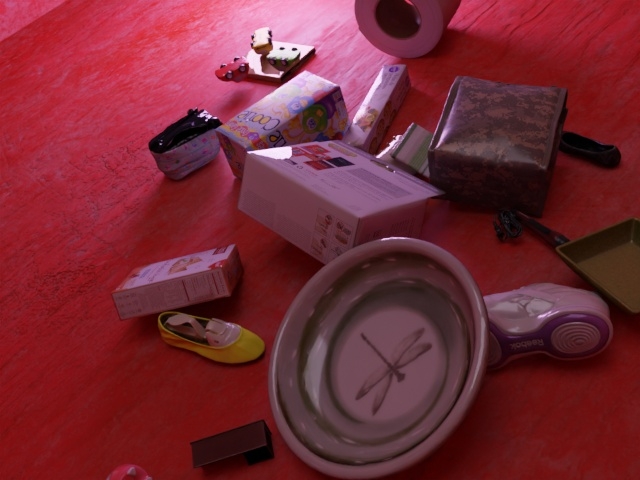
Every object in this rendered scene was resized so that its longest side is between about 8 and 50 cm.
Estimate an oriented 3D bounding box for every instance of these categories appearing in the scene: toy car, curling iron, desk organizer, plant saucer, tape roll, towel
[{"bbox_3d":[-0.146,-0.498,2.241,0.225,0.053,0.239,14,54,34],"label":"toy car"},{"bbox_3d":[0.427,0.014,1.485,0.274,0.035,0.068,34,84,38],"label":"curling iron"},{"bbox_3d":[-0.145,0.346,1.338,0.130,0.047,0.050,-18,43,3],"label":"desk organizer"},{"bbox_3d":[0.100,0.193,1.310,0.400,0.100,0.401,-19,54,28],"label":"plant saucer"},{"bbox_3d":[0.523,0.051,1.364,0.188,0.045,0.188,-20,42,-21],"label":"plant saucer"},{"bbox_3d":[0.229,-0.622,2.110,0.246,0.246,0.169,6,46,28],"label":"tape roll"},{"bbox_3d":[0.234,-0.176,1.731,0.152,0.023,0.113,33,58,6],"label":"towel"}]

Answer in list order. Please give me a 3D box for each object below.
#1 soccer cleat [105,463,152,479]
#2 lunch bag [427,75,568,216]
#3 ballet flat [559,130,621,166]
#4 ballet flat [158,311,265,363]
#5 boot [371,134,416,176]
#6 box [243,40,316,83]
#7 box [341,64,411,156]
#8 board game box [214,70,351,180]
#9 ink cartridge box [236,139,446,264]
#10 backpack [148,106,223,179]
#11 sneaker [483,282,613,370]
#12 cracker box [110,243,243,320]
[{"bbox_3d":[-0.343,0.468,1.273,0.095,0.083,0.248,-25,35,43],"label":"soccer cleat"},{"bbox_3d":[0.361,-0.210,1.639,0.235,0.169,0.287,11,54,19],"label":"lunch bag"},{"bbox_3d":[0.539,-0.199,1.661,0.057,0.049,0.173,-38,43,-21],"label":"ballet flat"},{"bbox_3d":[-0.214,0.177,1.531,0.230,0.077,0.077,8,48,29],"label":"ballet flat"},{"bbox_3d":[0.117,-0.167,1.778,0.213,0.077,0.165,20,55,29],"label":"boot"},{"bbox_3d":[-0.137,-0.510,2.309,0.201,0.021,0.164,18,53,36],"label":"box"},{"bbox_3d":[0.134,-0.303,1.931,0.063,0.067,0.324,5,45,26],"label":"box"},{"bbox_3d":[-0.082,-0.255,1.907,0.275,0.142,0.144,-37,43,-19],"label":"board game box"},{"bbox_3d":[0.043,-0.076,1.594,0.271,0.130,0.309,-16,37,-44],"label":"ink cartridge box"},{"bbox_3d":[-0.330,-0.237,2.013,0.182,0.115,0.152,-35,31,-15],"label":"backpack"},{"bbox_3d":[0.327,0.137,1.355,0.305,0.114,0.152,-3,23,21],"label":"sneaker"},{"bbox_3d":[-0.282,0.082,1.630,0.232,0.067,0.156,-13,15,8],"label":"cracker box"}]
